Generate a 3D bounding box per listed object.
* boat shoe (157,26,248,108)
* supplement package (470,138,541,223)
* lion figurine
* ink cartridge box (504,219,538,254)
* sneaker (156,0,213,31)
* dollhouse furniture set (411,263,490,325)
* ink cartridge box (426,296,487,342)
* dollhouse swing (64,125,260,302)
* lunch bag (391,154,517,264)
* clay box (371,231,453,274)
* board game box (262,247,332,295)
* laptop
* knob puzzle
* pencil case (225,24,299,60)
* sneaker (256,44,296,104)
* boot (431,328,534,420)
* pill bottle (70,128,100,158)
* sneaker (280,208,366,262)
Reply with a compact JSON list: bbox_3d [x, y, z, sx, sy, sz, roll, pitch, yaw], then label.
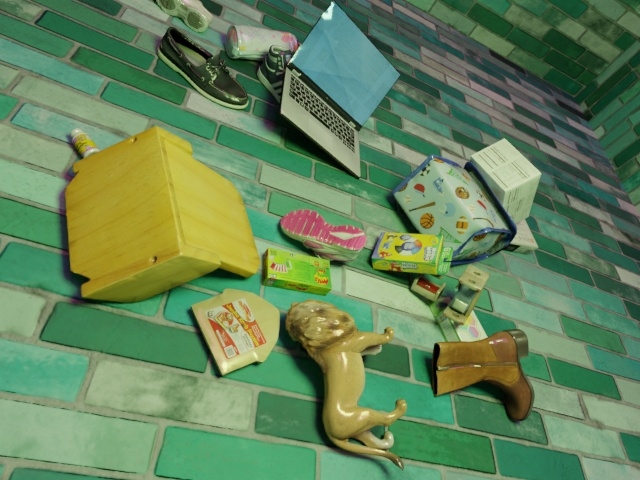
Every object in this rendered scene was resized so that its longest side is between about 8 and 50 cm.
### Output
[{"bbox_3d":[-0.369,-0.566,1.431,0.340,0.113,0.127,39,45,0],"label":"boat shoe"},{"bbox_3d":[0.666,-0.198,1.628,0.145,0.262,0.204,-26,56,-3],"label":"supplement package"},{"bbox_3d":[0.054,0.318,1.000,0.239,0.142,0.393,2,60,-21],"label":"lion figurine"},{"bbox_3d":[0.743,-0.121,1.808,0.175,0.069,0.371,9,55,-25],"label":"ink cartridge box"},{"bbox_3d":[-0.497,-0.858,1.608,0.232,0.090,0.115,38,38,-14],"label":"sneaker"},{"bbox_3d":[0.368,0.130,1.282,0.183,0.130,0.129,27,29,22],"label":"dollhouse furniture set"},{"bbox_3d":[0.416,0.253,1.321,0.108,0.062,0.210,-3,58,-32],"label":"ink cartridge box"},{"bbox_3d":[-0.363,-0.028,1.062,0.314,0.305,0.347,-23,64,4],"label":"dollhouse swing"},{"bbox_3d":[0.491,-0.101,1.531,0.385,0.239,0.328,3,53,-50],"label":"lunch bag"},{"bbox_3d":[0.277,0.036,1.320,0.221,0.053,0.128,3,41,24],"label":"clay box"},{"bbox_3d":[-0.062,0.084,1.171,0.181,0.043,0.092,13,51,-23],"label":"board game box"},{"bbox_3d":[0.086,-0.504,1.502,0.381,0.236,0.408,33,43,-34],"label":"laptop"},{"bbox_3d":[-0.180,0.199,1.020,0.212,0.030,0.213,16,49,-20],"label":"knob puzzle"},{"bbox_3d":[-0.216,-0.725,1.649,0.272,0.113,0.124,-8,81,-36],"label":"pencil case"},{"bbox_3d":[-0.104,-0.565,1.565,0.282,0.153,0.099,47,47,8],"label":"sneaker"},{"bbox_3d":[0.439,0.386,1.194,0.280,0.096,0.265,-7,102,-18],"label":"boot"},{"bbox_3d":[-0.586,-0.238,1.095,0.043,0.043,0.083,-30,74,-42],"label":"pill bottle"},{"bbox_3d":[0.000,0.000,1.239,0.252,0.111,0.103,22,52,15],"label":"sneaker"}]
